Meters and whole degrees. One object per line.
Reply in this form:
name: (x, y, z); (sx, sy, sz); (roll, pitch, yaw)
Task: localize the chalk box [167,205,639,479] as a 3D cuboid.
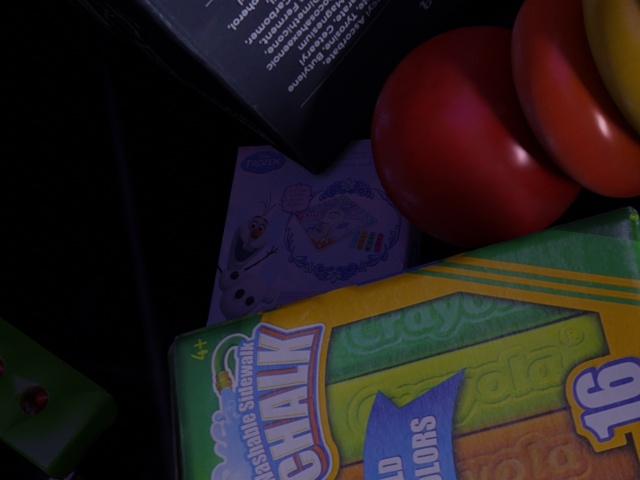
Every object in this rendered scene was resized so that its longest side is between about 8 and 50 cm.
chalk box: (0.028, 0.099, 0.495); (0.213, 0.132, 0.132); (-17, 57, 11)

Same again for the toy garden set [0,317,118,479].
toy garden set: (-0.163, 0.166, 0.612); (0.204, 0.049, 0.244); (31, 72, 22)

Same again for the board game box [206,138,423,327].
board game box: (0.000, 0.000, 0.634); (0.090, 0.020, 0.090); (-1, 67, 25)

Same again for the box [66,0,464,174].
box: (-0.121, -0.233, 0.611); (0.343, 0.312, 0.179); (37, 87, 37)

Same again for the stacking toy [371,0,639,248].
stacking toy: (0.151, -0.082, 0.505); (0.330, 0.141, 0.141); (-22, 58, 42)
